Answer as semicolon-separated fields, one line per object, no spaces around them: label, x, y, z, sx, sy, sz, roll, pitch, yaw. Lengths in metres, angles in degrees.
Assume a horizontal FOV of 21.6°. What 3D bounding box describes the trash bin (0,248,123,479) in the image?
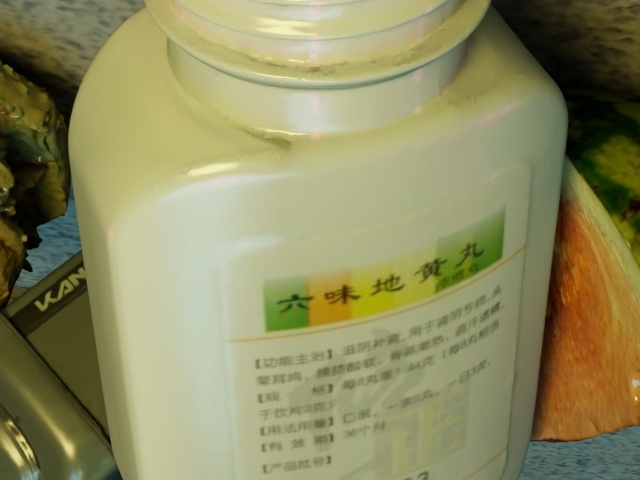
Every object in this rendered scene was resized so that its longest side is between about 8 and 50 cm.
trash bin;-0.084;0.055;0.843;0.101;0.236;0.177;47;165;14

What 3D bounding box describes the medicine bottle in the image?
medicine bottle;0.000;0.000;0.651;0.179;0.124;0.324;-15;136;-14

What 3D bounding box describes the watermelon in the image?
watermelon;0.104;-0.010;0.755;0.128;0.159;0.303;40;164;-9

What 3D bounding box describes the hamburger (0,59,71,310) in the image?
hamburger;-0.232;-0.038;0.807;0.215;0.122;0.189;11;153;1
